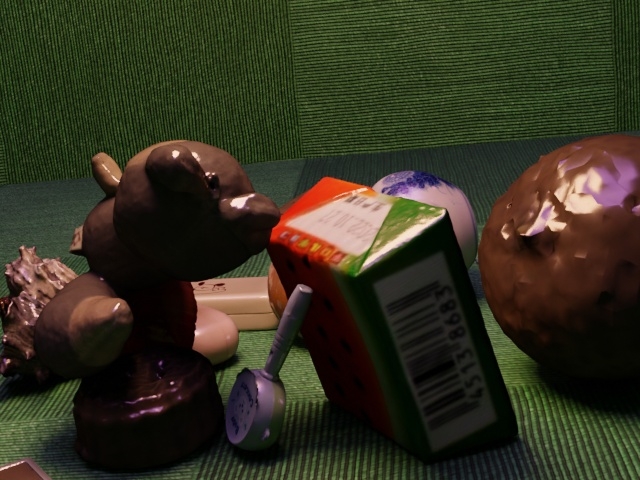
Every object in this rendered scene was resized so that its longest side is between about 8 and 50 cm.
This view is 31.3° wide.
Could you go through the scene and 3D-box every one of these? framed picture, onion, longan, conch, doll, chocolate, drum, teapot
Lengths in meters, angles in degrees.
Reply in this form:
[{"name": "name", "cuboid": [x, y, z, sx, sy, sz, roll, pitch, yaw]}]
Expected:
[{"name": "framed picture", "cuboid": [-0.436, 0.352, 1.566, 0.142, 0.011, 0.183, -15, 18, -30]}, {"name": "onion", "cuboid": [-0.305, 0.136, 1.891, 0.161, 0.248, 0.248, -8, 14, -29]}, {"name": "longan", "cuboid": [0.431, 0.024, 1.744, 0.391, 0.391, 0.391, -5, 15, 1]}, {"name": "conch", "cuboid": [-0.480, 0.124, 2.010, 0.186, 0.241, 0.313, -15, 25, 18]}, {"name": "doll", "cuboid": [-0.230, 0.028, 1.669, 0.252, 0.379, 0.382, 21, -21, -25]}, {"name": "chocolate", "cuboid": [0.091, 0.114, 1.641, 0.161, 0.360, 0.341, -29, 23, -21]}, {"name": "drum", "cuboid": [-0.065, 0.192, 1.602, 0.049, 0.253, 0.130, 14, 34, -25]}, {"name": "teapot", "cuboid": [0.148, -0.001, 2.197, 0.280, 0.252, 0.424, -13, -10, -10]}]

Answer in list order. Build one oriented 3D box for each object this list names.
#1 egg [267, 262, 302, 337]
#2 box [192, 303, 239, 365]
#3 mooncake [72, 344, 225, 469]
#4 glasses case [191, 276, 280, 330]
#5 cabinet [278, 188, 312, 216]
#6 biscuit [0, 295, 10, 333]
[{"name": "egg", "cuboid": [0.002, 0.085, 2.051, 0.195, 0.195, 0.233, -10, 14, -15]}, {"name": "box", "cuboid": [-0.233, 0.168, 2.020, 0.146, 0.088, 0.200, -18, 20, -33]}, {"name": "mooncake", "cuboid": [-0.259, 0.242, 1.693, 0.228, 0.124, 0.228, -7, 17, 2]}, {"name": "glasses case", "cuboid": [-0.219, 0.125, 2.211, 0.313, 0.070, 0.131, -3, 15, 11]}, {"name": "cabinet", "cuboid": [0.000, 0.000, 2.392, 0.148, 0.175, 0.215, 1, 17, 25]}, {"name": "biscuit", "cuboid": [-0.491, 0.135, 2.211, 0.252, 0.106, 0.070, -15, 13, -32]}]
